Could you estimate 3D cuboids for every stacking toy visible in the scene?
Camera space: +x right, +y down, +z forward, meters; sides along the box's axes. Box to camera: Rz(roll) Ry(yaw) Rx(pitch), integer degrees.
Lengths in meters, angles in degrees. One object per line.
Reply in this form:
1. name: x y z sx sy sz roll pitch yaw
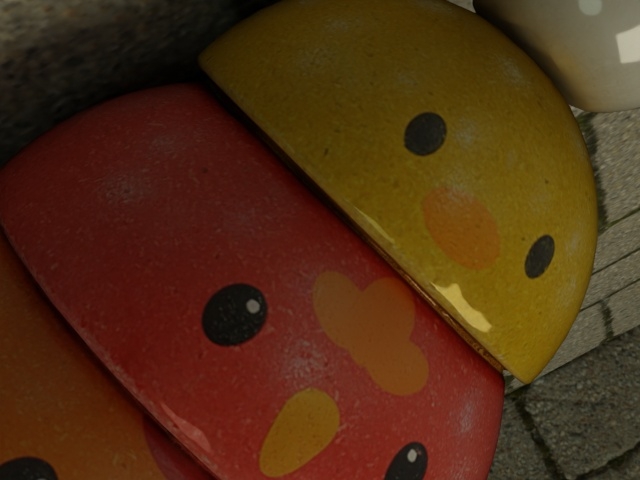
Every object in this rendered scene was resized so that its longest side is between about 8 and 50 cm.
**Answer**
1. stacking toy: 0.000 0.000 0.537 0.480 0.350 0.350 -48 158 3
